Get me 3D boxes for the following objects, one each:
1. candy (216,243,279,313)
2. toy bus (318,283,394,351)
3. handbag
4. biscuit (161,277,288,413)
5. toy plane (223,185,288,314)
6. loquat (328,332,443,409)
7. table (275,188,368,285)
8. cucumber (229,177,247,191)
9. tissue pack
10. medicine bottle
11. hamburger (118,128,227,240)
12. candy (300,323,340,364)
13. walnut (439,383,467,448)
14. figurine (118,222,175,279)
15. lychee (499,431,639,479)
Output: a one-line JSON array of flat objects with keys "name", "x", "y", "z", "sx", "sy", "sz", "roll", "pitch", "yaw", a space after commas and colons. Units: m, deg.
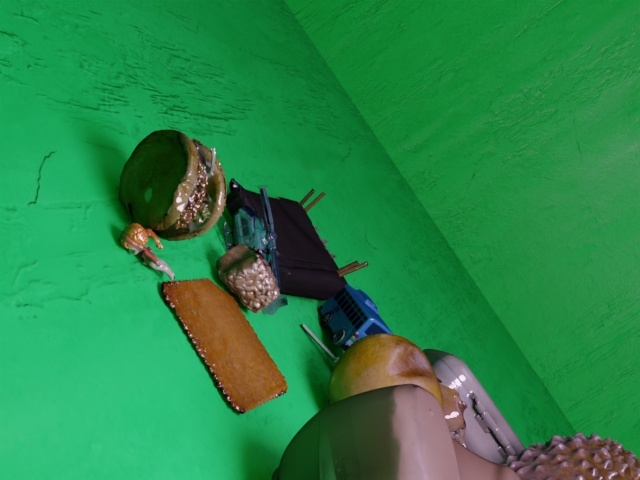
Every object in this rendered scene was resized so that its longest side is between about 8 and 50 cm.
[{"name": "candy", "x": -0.122, "y": 0.064, "z": 1.657, "sx": 0.110, "sy": 0.085, "sz": 0.095, "roll": 58, "pitch": -9, "yaw": -31}, {"name": "toy bus", "x": 0.071, "y": 0.167, "z": 1.933, "sx": 0.090, "sy": 0.106, "sz": 0.185, "roll": 40, "pitch": 6, "yaw": -26}, {"name": "handbag", "x": -0.074, "y": 0.012, "z": 1.914, "sx": 0.247, "sy": 0.080, "sz": 0.223, "roll": 14, "pitch": 42, "yaw": -58}, {"name": "biscuit", "x": -0.145, "y": 0.157, "z": 1.529, "sx": 0.232, "sy": 0.013, "sz": 0.237, "roll": 57, "pitch": 14, "yaw": 9}, {"name": "toy plane", "x": -0.113, "y": 0.023, "z": 1.760, "sx": 0.060, "sy": 0.096, "sz": 0.235, "roll": 18, "pitch": 57, "yaw": -61}, {"name": "loquat", "x": 0.117, "y": 0.263, "z": 1.695, "sx": 0.213, "sy": 0.213, "sz": 0.213, "roll": 49, "pitch": 16, "yaw": -20}, {"name": "table", "x": 0.000, "y": 0.000, "z": 2.104, "sx": 0.240, "sy": 0.111, "sz": 0.121, "roll": 58, "pitch": 15, "yaw": 13}, {"name": "cucumber", "x": -0.132, "y": -0.065, "z": 1.996, "sx": 0.184, "sy": 0.033, "sz": 0.036, "roll": 44, "pitch": -5, "yaw": -36}, {"name": "tissue pack", "x": 0.115, "y": 0.397, "z": 1.342, "sx": 0.387, "sy": 0.276, "sz": 0.267, "roll": 43, "pitch": 26, "yaw": -33}, {"name": "medicine bottle", "x": 0.320, "y": 0.404, "z": 2.067, "sx": 0.375, "sy": 0.123, "sz": 0.282, "roll": 54, "pitch": -9, "yaw": -5}, {"name": "hamburger", "x": -0.217, "y": -0.083, "z": 1.498, "sx": 0.113, "sy": 0.185, "sz": 0.177, "roll": 30, "pitch": 33, "yaw": -45}, {"name": "candy", "x": 0.030, "y": 0.229, "z": 1.854, "sx": 0.194, "sy": 0.058, "sz": 0.062, "roll": 45, "pitch": 47, "yaw": 0}, {"name": "walnut", "x": 0.194, "y": 0.357, "z": 1.871, "sx": 0.204, "sy": 0.141, "sz": 0.238, "roll": 42, "pitch": -20, "yaw": 44}, {"name": "figurine", "x": -0.252, "y": 0.016, "z": 1.447, "sx": 0.109, "sy": 0.047, "sz": 0.064, "roll": 49, "pitch": -5, "yaw": -34}, {"name": "lychee", "x": 0.454, "y": 0.559, "z": 1.788, "sx": 0.380, "sy": 0.432, "sz": 0.380, "roll": 42, "pitch": -15, "yaw": 14}]
